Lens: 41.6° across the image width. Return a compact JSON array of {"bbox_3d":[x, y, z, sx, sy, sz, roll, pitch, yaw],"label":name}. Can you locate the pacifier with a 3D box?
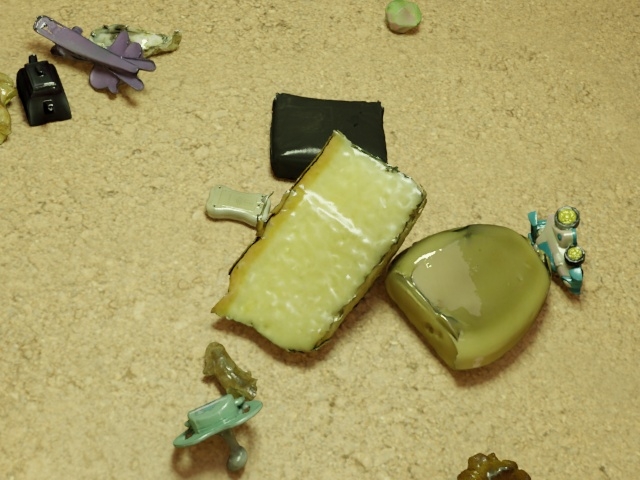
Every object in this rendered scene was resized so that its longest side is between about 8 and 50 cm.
[{"bbox_3d":[-0.151,0.304,1.318,0.150,0.127,0.117,-26,98,-8],"label":"pacifier"}]

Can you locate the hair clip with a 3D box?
[{"bbox_3d":[-0.462,-0.393,1.763,0.278,0.090,0.137,28,78,10],"label":"hair clip"}]

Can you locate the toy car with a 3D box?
[{"bbox_3d":[0.456,0.023,1.632,0.098,0.126,0.162,-5,62,13],"label":"toy car"}]

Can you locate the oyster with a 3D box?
[{"bbox_3d":[-0.411,-0.423,1.841,0.199,0.061,0.106,12,73,0],"label":"oyster"}]

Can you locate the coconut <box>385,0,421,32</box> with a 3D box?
[{"bbox_3d":[0.193,-0.538,2.018,0.082,0.081,0.083,51,55,-24],"label":"coconut"}]

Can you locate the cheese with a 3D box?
[{"bbox_3d":[0.289,0.078,1.547,0.315,0.128,0.260,-31,75,-25],"label":"cheese"}]

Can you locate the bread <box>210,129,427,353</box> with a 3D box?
[{"bbox_3d":[0.000,0.000,1.463,0.248,0.279,0.315,32,42,5],"label":"bread"}]

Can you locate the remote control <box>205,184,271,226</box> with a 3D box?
[{"bbox_3d":[-0.158,-0.066,1.621,0.122,0.032,0.074,13,52,-2],"label":"remote control"}]

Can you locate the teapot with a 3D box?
[{"bbox_3d":[-0.559,-0.310,1.688,0.087,0.096,0.177,-15,57,-21],"label":"teapot"}]

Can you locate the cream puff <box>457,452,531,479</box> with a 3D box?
[{"bbox_3d":[0.271,0.394,1.324,0.122,0.094,0.116,49,60,-3],"label":"cream puff"}]

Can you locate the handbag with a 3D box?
[{"bbox_3d":[0.020,-0.220,1.742,0.246,0.080,0.223,5,52,-8],"label":"handbag"}]

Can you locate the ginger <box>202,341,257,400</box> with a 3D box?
[{"bbox_3d":[-0.151,0.223,1.400,0.057,0.044,0.137,-46,63,-3],"label":"ginger"}]

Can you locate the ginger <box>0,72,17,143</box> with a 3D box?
[{"bbox_3d":[-0.671,-0.262,1.628,0.157,0.102,0.216,16,41,-33],"label":"ginger"}]
